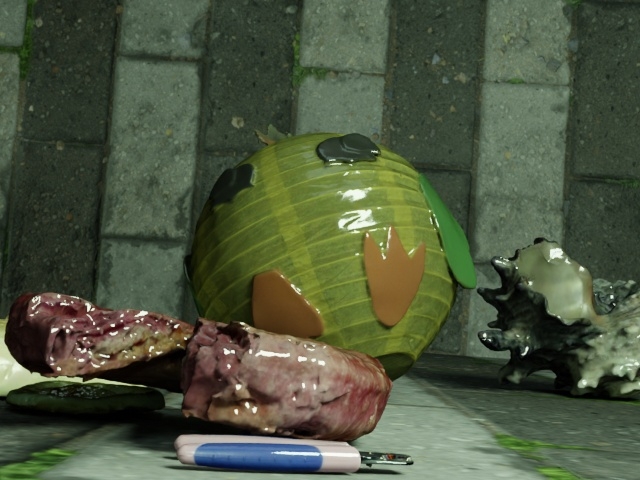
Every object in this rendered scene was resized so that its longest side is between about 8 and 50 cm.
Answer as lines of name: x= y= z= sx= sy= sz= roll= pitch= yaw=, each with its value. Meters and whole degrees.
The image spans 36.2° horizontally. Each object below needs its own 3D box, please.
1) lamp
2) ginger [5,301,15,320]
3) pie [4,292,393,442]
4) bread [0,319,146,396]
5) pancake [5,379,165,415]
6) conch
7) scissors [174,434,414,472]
lamp: x=0.000 y=0.000 z=0.891 sx=0.250 sy=0.284 sz=0.250 roll=-14 pitch=-27 yaw=-7
ginger: x=-0.248 y=0.106 z=1.027 sx=0.165 sy=0.067 sz=0.096 roll=17 pitch=-4 yaw=5
pie: x=-0.065 y=0.074 z=0.568 sx=0.219 sy=0.054 sz=0.204 roll=5 pitch=-10 yaw=36
bread: x=-0.282 y=0.091 z=0.805 sx=0.316 sy=0.054 sz=0.316 roll=4 pitch=-3 yaw=0
pancake: x=-0.154 y=0.104 z=0.649 sx=0.108 sy=0.017 sz=0.108 roll=2 pitch=-1 yaw=0
conch: x=0.323 y=0.115 z=1.165 sx=0.313 sy=0.186 sz=0.240 roll=26 pitch=-6 yaw=-20
scissors: x=-0.012 y=0.101 z=0.461 sx=0.113 sy=0.012 sz=0.039 roll=5 pitch=-4 yaw=-11
